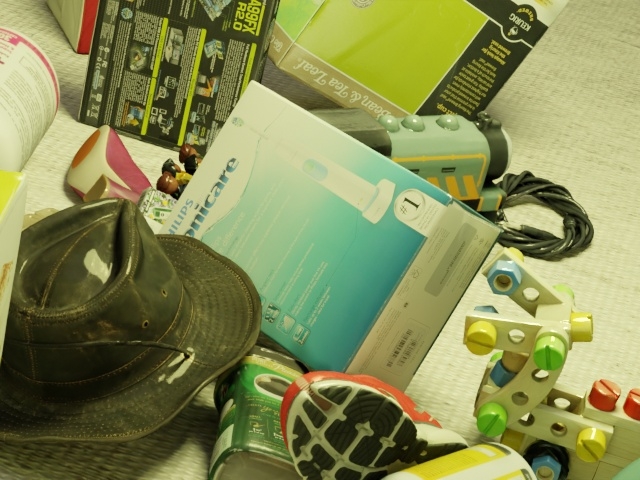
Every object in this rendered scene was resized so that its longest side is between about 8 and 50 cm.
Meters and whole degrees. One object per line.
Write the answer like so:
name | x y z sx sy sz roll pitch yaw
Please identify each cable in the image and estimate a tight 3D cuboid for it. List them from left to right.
cable | 0.289 -0.036 2.102 0.150 0.047 0.184 34 33 31

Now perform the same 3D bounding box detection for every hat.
hat | -0.219 0.045 1.505 0.331 0.134 0.331 -5 33 3

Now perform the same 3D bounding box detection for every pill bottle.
pill bottle | -0.400 -0.122 1.789 0.160 0.160 0.283 15 28 -2
pill bottle | 0.104 0.248 1.429 0.184 0.103 0.103 -11 38 -40

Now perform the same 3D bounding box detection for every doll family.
doll family | -0.138 -0.064 1.872 0.111 0.076 0.193 33 -3 -14

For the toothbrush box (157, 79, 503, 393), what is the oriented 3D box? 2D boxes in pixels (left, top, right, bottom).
toothbrush box | 0.000 0.000 1.648 0.295 0.216 0.126 32 2 35

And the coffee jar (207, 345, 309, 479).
coffee jar | -0.054 0.176 1.504 0.096 0.079 0.184 21 27 -12

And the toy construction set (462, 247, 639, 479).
toy construction set | 0.285 0.157 1.567 0.328 0.215 0.151 25 30 17

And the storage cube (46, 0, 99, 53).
storage cube | -0.272 -0.385 2.312 0.193 0.183 0.215 -2 33 -26

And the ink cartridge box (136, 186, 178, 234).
ink cartridge box | -0.154 -0.006 1.771 0.115 0.063 0.029 27 -19 -19

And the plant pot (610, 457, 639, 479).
plant pot | 0.332 0.293 1.293 0.293 0.293 0.235 10 13 -10

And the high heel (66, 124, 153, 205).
high heel | -0.225 -0.058 1.881 0.117 0.082 0.244 38 5 -24

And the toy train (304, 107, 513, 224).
toy train | 0.082 -0.062 1.892 0.334 0.190 0.142 -4 34 -32

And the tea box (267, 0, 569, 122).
tea box | 0.106 -0.333 2.155 0.329 0.323 0.220 28 15 -39

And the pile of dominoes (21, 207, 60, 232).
pile of dominoes | -0.276 0.044 1.707 0.251 0.040 0.196 24 28 33

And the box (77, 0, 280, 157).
box | -0.175 -0.246 2.015 0.216 0.270 0.060 16 29 2

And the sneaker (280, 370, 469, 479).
sneaker | 0.028 0.168 1.463 0.118 0.107 0.279 44 5 33

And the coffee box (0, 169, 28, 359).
coffee box | -0.427 0.122 1.144 0.338 0.334 0.337 14 28 -3
